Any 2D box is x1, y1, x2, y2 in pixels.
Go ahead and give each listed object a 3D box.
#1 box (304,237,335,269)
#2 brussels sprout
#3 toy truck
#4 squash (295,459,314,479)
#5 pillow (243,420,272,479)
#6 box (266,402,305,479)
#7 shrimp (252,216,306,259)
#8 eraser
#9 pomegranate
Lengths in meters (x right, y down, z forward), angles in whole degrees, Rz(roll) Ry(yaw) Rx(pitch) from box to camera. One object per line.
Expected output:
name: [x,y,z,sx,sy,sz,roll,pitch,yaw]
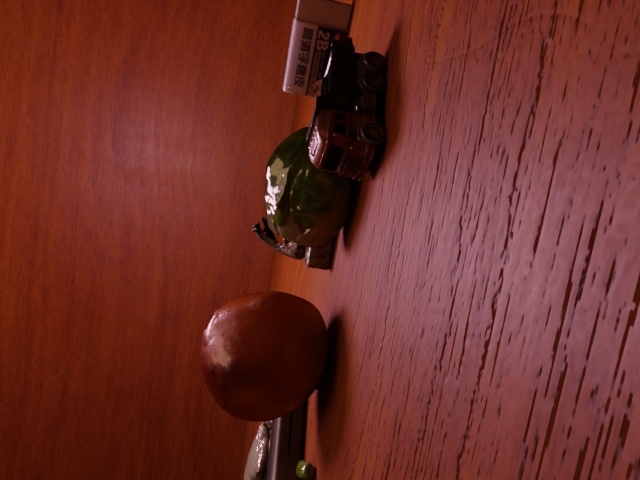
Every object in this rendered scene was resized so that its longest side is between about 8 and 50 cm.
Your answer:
box: [0.000,0.000,0.913,0.062,0.045,0.098,-111,29,-73]
brussels sprout: [-0.019,-0.086,0.811,0.162,0.144,0.180,40,115,31]
toy truck: [0.034,-0.180,0.691,0.083,0.092,0.191,115,161,-61]
squash: [-0.026,0.360,0.797,0.089,0.027,0.027,114,163,-68]
pillow: [-0.137,0.525,1.219,0.181,0.078,0.134,108,168,-45]
box: [-0.062,0.346,0.956,0.103,0.055,0.243,110,166,-56]
shrimp: [-0.089,-0.008,1.239,0.046,0.152,0.219,-60,10,-17]
eraser: [-0.010,-0.438,1.158,0.068,0.125,0.210,-95,16,-61]
pomegranate: [-0.086,0.177,0.796,0.209,0.209,0.208,-172,90,-82]
